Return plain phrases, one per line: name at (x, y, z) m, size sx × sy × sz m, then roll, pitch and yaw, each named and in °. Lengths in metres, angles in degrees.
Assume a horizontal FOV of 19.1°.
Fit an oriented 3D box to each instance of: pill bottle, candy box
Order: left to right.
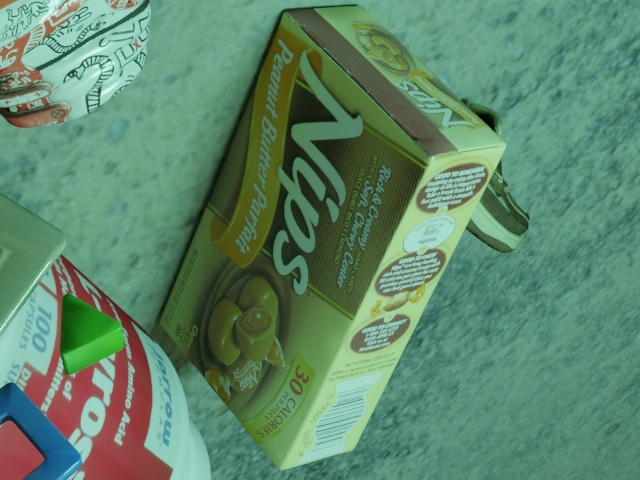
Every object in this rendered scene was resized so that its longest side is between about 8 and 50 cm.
pill bottle at (-0.229, 0.116, 1.311) m, size 0.229 × 0.229 × 0.408 m, roll -42°, pitch 149°, yaw -2°
candy box at (0.000, 0.000, 1.470) m, size 0.087 × 0.183 × 0.316 m, roll -10°, pitch 136°, yaw -43°

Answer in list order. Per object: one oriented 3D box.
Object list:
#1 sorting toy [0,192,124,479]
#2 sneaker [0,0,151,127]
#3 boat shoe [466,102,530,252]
sorting toy at (-0.269, 0.031, 1.084) m, size 0.196 × 0.347 × 0.047 m, roll -55°, pitch 168°, yaw -22°
sneaker at (-0.217, -0.116, 1.174) m, size 0.270 × 0.090 × 0.145 m, roll -28°, pitch 144°, yaw -28°
boat shoe at (0.127, -0.067, 1.623) m, size 0.095 × 0.095 × 0.257 m, roll -52°, pitch 148°, yaw 4°
